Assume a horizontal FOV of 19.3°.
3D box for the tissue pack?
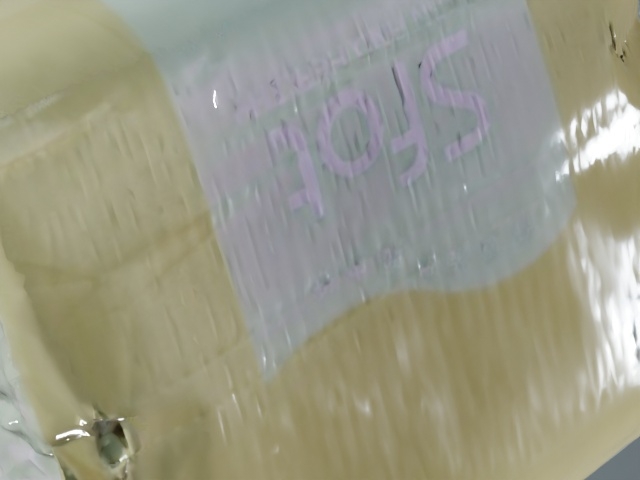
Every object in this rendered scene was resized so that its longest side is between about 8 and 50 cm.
[{"bbox_3d":[0.000,0.000,0.474,0.222,0.090,0.186,-29,113,-34],"label":"tissue pack"}]
